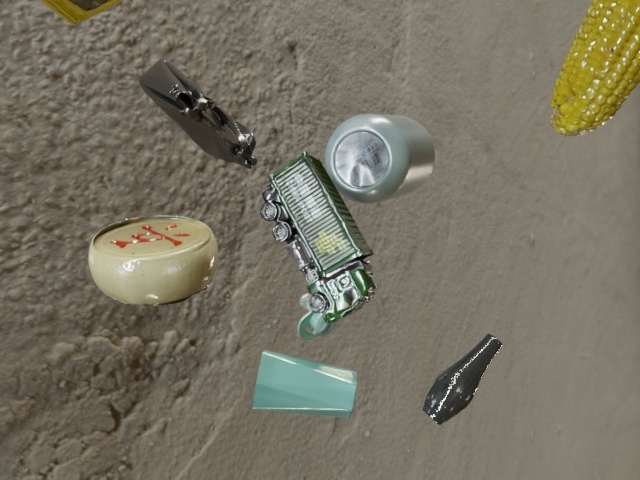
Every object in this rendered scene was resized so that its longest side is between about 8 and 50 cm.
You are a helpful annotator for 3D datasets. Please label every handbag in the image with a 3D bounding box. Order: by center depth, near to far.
[{"bbox_3d":[-0.284,-0.298,1.349,0.113,0.257,0.285,-46,131,-3],"label":"handbag"}]

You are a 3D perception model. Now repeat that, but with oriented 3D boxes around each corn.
[{"bbox_3d":[0.339,-0.236,0.617,0.097,0.097,0.262,-28,148,-49],"label":"corn"}]

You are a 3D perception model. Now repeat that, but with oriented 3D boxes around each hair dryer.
[{"bbox_3d":[0.288,0.288,1.106,0.195,0.075,0.219,-48,152,-7],"label":"hair dryer"}]

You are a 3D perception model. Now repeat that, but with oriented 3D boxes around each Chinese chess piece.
[{"bbox_3d":[-0.330,0.033,1.110,0.249,0.249,0.103,-28,128,-49],"label":"Chinese chess piece"}]

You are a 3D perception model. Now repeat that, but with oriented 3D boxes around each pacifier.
[{"bbox_3d":[-0.006,0.177,1.402,0.126,0.116,0.150,24,101,-45],"label":"pacifier"}]

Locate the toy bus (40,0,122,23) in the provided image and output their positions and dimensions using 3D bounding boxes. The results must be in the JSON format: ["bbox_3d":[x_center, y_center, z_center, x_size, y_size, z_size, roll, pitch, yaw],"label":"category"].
[{"bbox_3d":[-0.216,-0.274,0.360,0.152,0.144,0.330,61,0,-2],"label":"toy bus"}]

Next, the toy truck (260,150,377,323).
[{"bbox_3d":[0.000,0.000,0.906,0.259,0.121,0.088,62,15,10],"label":"toy truck"}]

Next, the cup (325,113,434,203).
[{"bbox_3d":[0.142,-0.197,1.309,0.312,0.205,0.206,-24,107,-67],"label":"cup"}]

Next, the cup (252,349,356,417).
[{"bbox_3d":[-0.034,0.346,1.322,0.148,0.235,0.134,75,23,-85],"label":"cup"}]
